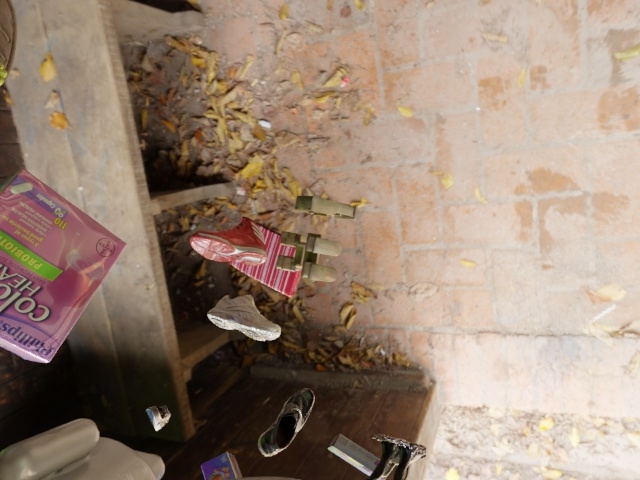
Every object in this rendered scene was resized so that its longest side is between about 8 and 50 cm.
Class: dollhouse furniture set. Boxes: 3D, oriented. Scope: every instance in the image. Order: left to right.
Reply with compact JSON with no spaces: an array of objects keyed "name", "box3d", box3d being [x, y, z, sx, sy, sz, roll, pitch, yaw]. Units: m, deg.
[{"name":"dollhouse furniture set","box3d":[0.000,0.000,1.426,0.212,0.160,0.242,10,89,58]}]

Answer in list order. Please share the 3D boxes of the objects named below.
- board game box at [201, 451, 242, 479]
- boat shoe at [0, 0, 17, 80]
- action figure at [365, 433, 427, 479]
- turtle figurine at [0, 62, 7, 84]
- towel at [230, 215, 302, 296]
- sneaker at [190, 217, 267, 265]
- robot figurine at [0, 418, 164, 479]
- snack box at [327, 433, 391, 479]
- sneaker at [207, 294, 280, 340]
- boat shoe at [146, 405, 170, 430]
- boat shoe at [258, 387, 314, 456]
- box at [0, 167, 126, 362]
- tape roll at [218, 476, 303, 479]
[{"name":"board game box","box3d":[-0.224,0.782,1.318,0.078,0.233,0.347,-21,68,-14]},{"name":"boat shoe","box3d":[-0.496,-0.209,0.607,0.104,0.111,0.308,5,70,7]},{"name":"action figure","box3d":[0.088,0.465,0.775,0.140,0.164,0.276,20,69,-15]},{"name":"turtle figurine","box3d":[-0.382,-0.224,0.410,0.269,0.217,0.087,19,65,15]},{"name":"towel","box3d":[-0.178,0.054,1.621,0.274,0.031,0.199,26,111,21]},{"name":"sneaker","box3d":[-0.258,-0.010,1.339,0.087,0.221,0.128,-43,40,36]},{"name":"robot figurine","box3d":[-0.312,0.355,0.524,0.199,0.353,0.300,3,92,11]},{"name":"snack box","box3d":[0.091,0.522,1.140,0.141,0.037,0.100,30,155,9]},{"name":"sneaker","box3d":[-0.211,0.212,1.380,0.232,0.115,0.090,16,149,18]},{"name":"boat shoe","box3d":[-0.579,0.625,1.701,0.066,0.066,0.183,52,150,18]},{"name":"boat shoe","box3d":[-0.078,0.506,1.338,0.084,0.233,0.079,47,132,2]},{"name":"box","box3d":[-0.498,0.044,0.794,0.117,0.243,0.213,-7,139,41]},{"name":"tape roll","box3d":[-0.117,0.413,0.708,0.219,0.219,0.072,-11,73,25]}]
